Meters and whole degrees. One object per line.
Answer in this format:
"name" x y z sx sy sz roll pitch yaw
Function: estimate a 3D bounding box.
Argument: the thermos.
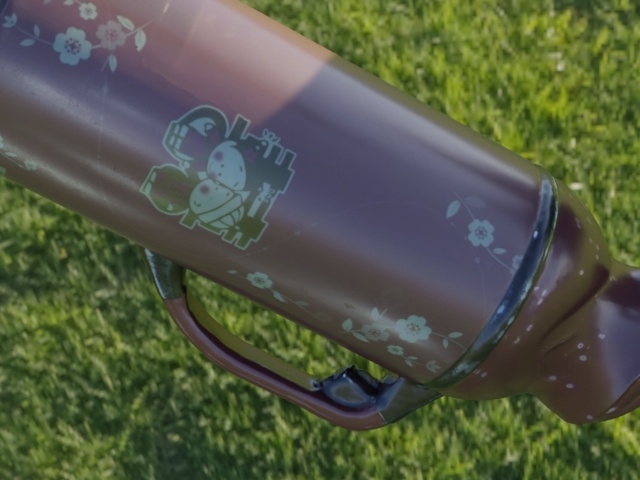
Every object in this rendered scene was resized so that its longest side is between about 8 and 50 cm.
"thermos" 0.003 -0.003 0.544 0.330 0.109 0.136 27 80 -13
